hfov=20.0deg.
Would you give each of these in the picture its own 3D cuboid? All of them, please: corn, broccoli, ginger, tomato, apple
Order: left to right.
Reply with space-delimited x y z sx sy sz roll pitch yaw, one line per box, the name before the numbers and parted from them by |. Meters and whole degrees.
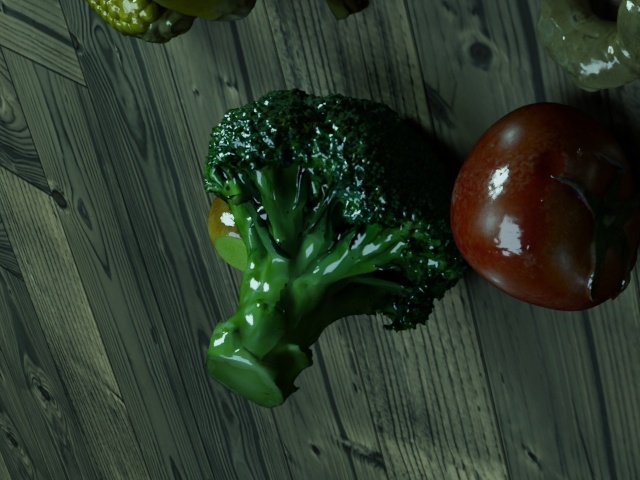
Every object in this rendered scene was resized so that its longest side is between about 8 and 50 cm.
corn | -0.250 -0.340 1.953 0.363 0.120 0.120 48 153 26
apple | -0.065 -0.015 1.991 0.114 0.099 0.102 12 142 25
broccoli | 0.000 0.000 1.674 0.298 0.297 0.297 23 158 10
tomato | 0.177 -0.028 1.457 0.167 0.167 0.167 43 150 32
ginger | 0.239 -0.167 1.310 0.259 0.065 0.149 29 129 57

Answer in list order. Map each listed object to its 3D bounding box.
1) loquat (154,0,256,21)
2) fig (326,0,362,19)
loquat | -0.126 -0.295 1.739 0.152 0.152 0.195 -5 114 63
fig | -0.053 -0.310 1.559 0.286 0.286 0.369 39 179 37
